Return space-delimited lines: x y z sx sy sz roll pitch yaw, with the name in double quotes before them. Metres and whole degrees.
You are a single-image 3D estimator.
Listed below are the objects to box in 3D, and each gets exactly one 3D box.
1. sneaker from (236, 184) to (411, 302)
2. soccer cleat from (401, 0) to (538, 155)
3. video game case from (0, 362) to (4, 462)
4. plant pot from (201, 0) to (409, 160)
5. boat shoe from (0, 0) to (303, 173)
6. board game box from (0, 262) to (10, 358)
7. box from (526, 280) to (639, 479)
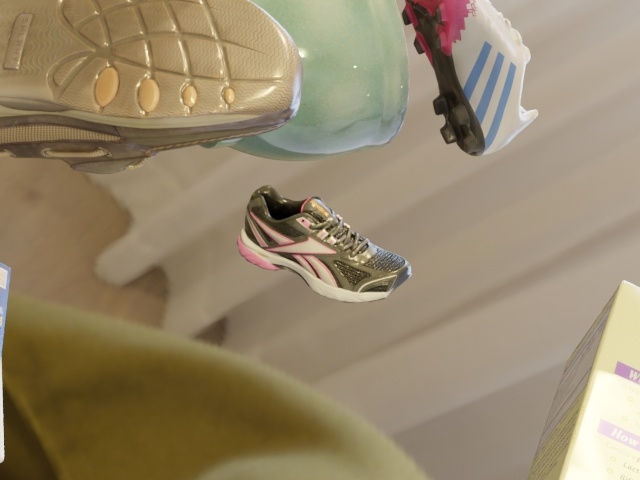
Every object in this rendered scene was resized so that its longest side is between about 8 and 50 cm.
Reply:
"sneaker" 0.000 0.000 1.686 0.072 0.178 0.077 -51 151 -51
"soccer cleat" 0.201 -0.272 2.355 0.143 0.116 0.331 -29 123 -19
"video game case" -0.347 0.111 1.562 0.023 0.183 0.201 16 64 -48
"plant pot" -0.063 -0.208 1.931 0.196 0.293 0.293 -21 84 -23
"boat shoe" -0.171 -0.125 1.388 0.130 0.355 0.132 55 45 -59
"board game box" -0.318 0.121 1.426 0.035 0.136 0.201 35 45 -45
"box" 0.262 0.187 1.266 0.214 0.117 0.243 25 50 0
